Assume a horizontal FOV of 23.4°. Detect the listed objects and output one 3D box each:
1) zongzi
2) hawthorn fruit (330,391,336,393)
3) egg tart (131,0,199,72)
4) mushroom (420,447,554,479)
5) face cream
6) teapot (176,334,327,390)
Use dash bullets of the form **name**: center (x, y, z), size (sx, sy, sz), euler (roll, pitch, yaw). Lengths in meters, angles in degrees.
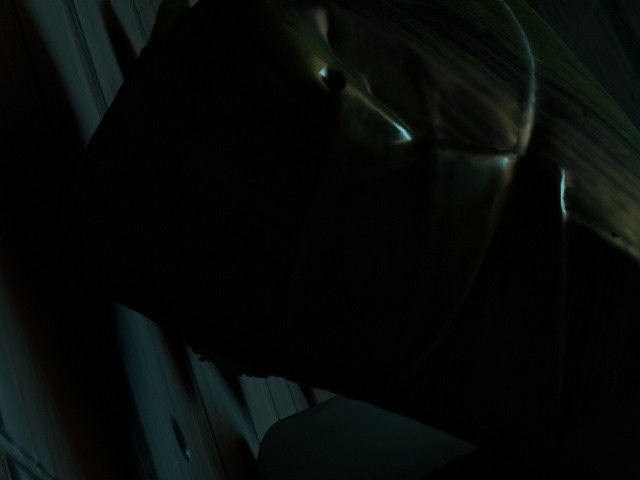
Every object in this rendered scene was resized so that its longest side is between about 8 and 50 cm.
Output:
- **zongzi**: center (0.080, -0.008, 0.577), size (0.300, 0.145, 0.274), euler (29, 24, -2)
- **hawthorn fruit**: center (0.072, 0.000, 1.441), size (0.300, 0.254, 0.254), euler (-87, 161, -48)
- **egg tart**: center (-0.068, -0.075, 1.015), size (0.197, 0.078, 0.197), euler (156, -90, -90)
- **mushroom**: center (0.137, 0.237, 0.617), size (0.331, 0.356, 0.334), euler (31, -10, 13)
- **face cream**: center (0.113, 0.077, 0.739), size (0.092, 0.311, 0.092), euler (38, 38, -37)
- **teapot**: center (0.000, 0.000, 0.806), size (0.251, 0.183, 0.184), euler (-14, 82, -78)
